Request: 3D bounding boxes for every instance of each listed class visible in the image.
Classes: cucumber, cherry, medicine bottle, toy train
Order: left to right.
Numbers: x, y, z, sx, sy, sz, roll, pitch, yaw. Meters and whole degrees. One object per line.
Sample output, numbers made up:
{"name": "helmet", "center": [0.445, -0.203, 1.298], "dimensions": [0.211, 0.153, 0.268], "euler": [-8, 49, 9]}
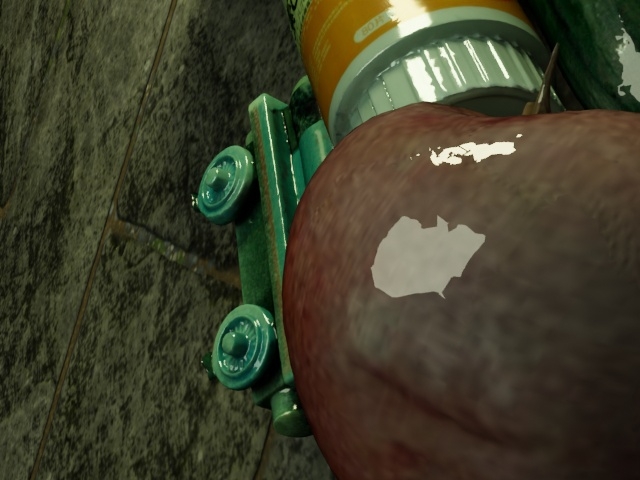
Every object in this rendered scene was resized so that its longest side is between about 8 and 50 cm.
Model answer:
{"name": "toy train", "center": [0.000, 0.000, 0.858], "dimensions": [0.194, 0.120, 0.298], "euler": [-38, 46, 34]}
{"name": "medicine bottle", "center": [0.061, -0.155, 0.783], "dimensions": [0.158, 0.158, 0.318], "euler": [-51, 39, 32]}
{"name": "cherry", "center": [0.100, 0.051, 0.571], "dimensions": [0.261, 0.221, 0.307], "euler": [9, 105, 37]}
{"name": "cucumber", "center": [0.183, -0.150, 0.684], "dimensions": [0.115, 0.063, 0.244], "euler": [-51, 40, 34]}
